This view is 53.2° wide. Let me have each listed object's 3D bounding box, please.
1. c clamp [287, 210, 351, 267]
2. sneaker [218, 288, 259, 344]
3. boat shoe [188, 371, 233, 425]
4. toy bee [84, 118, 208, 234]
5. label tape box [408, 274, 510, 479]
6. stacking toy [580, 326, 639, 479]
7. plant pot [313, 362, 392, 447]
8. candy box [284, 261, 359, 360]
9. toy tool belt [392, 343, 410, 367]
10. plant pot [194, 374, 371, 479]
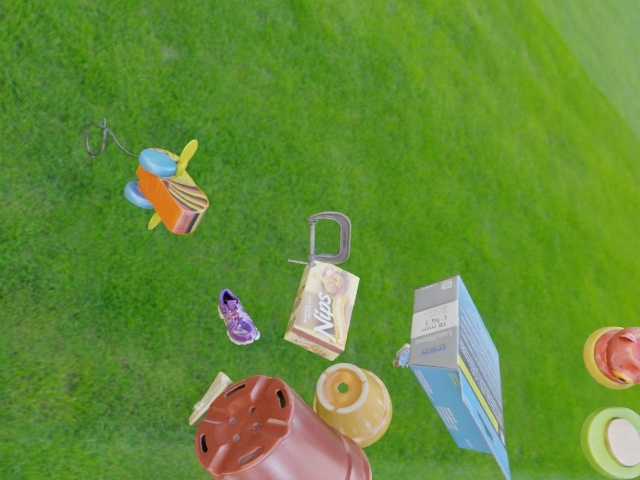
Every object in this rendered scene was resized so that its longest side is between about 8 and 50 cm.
[{"bbox_3d":[0.000,0.000,1.413,0.022,0.137,0.160,-72,172,-55],"label":"c clamp"},{"bbox_3d":[-0.204,0.181,1.525,0.068,0.170,0.071,-25,137,-22],"label":"sneaker"},{"bbox_3d":[-0.291,0.412,1.655,0.048,0.153,0.056,39,0,21],"label":"boat shoe"},{"bbox_3d":[-0.296,-0.133,1.238,0.162,0.195,0.298,-9,67,-55],"label":"toy bee"},{"bbox_3d":[0.262,0.264,1.217,0.240,0.106,0.333,59,25,-25],"label":"label tape box"},{"bbox_3d":[0.632,0.310,1.149,0.130,0.309,0.279,97,13,-72],"label":"stacking toy"},{"bbox_3d":[0.071,0.405,1.626,0.188,0.205,0.205,69,27,-57],"label":"plant pot"},{"bbox_3d":[0.009,0.222,2.135,0.183,0.087,0.316,26,46,-11],"label":"candy box"},{"bbox_3d":[0.252,0.356,1.928,0.052,0.083,0.051,30,15,-26],"label":"toy tool belt"},{"bbox_3d":[-0.080,0.408,1.192,0.265,0.273,0.272,59,40,-35],"label":"plant pot"}]
